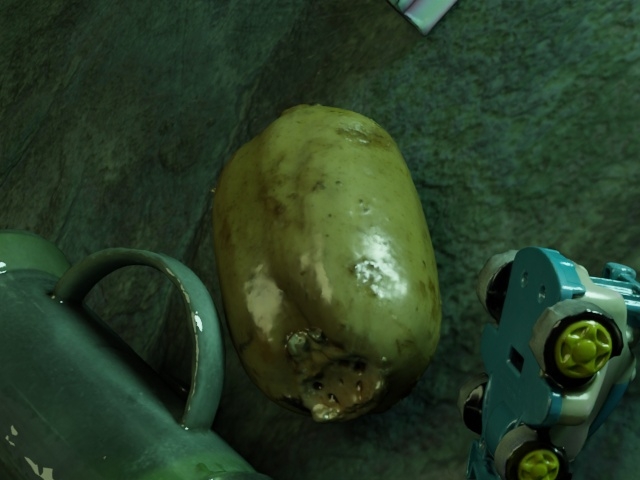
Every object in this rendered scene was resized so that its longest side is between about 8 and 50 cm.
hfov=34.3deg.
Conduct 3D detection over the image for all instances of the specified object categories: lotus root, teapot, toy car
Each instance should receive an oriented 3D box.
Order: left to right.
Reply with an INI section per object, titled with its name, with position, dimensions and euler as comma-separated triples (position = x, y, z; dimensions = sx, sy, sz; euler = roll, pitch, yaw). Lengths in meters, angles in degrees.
[teapot]
position = -0.161, 0.136, 0.745
dimensions = 0.337, 0.200, 0.270
euler = 37, 99, 34
[lotus root]
position = 0.000, 0.000, 0.769
dimensions = 0.160, 0.146, 0.284
euler = -16, 46, 10
[toy car]
position = 0.147, 0.088, 0.618
dimensions = 0.126, 0.098, 0.162
euler = -120, 37, -75

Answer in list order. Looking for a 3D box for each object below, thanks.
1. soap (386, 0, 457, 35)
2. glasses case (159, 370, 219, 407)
[soap]
position = 0.108, -0.267, 0.912
dimensions = 0.149, 0.056, 0.100
euler = -48, 42, 11
[glasses case]
position = -0.155, 0.205, 0.867
dimensions = 0.072, 0.042, 0.191
euler = 12, 72, 57
